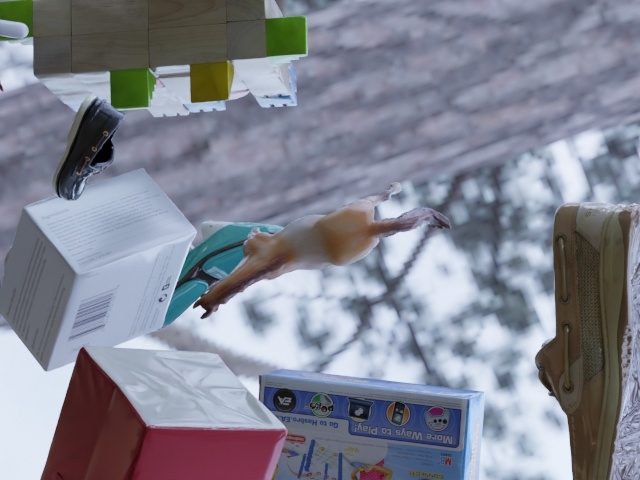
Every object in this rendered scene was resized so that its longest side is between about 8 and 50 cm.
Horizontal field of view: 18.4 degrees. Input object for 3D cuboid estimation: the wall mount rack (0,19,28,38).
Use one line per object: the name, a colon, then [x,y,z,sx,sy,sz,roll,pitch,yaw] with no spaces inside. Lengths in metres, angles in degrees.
wall mount rack: [-0.490,-0.300,2.250,0.130,0.304,0.350,53,26,-47]

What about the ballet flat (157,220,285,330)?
ballet flat: [-0.155,0.024,2.595,0.247,0.083,0.087,-33,-121,19]

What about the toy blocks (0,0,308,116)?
toy blocks: [-0.189,-0.231,2.490,0.261,0.381,0.190,52,35,-77]

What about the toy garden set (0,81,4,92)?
toy garden set: [-0.483,-0.246,2.494,0.204,0.049,0.244,-41,-110,42]

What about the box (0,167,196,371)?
box: [-0.267,0.034,2.331,0.119,0.182,0.181,48,-42,24]

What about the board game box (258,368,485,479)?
board game box: [0.062,0.345,2.725,0.308,0.086,0.302,6,-86,20]

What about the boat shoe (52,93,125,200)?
boat shoe: [-0.211,-0.077,1.795,0.042,0.049,0.133,31,-43,2]

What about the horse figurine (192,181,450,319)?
horse figurine: [0.000,0.000,2.105,0.263,0.174,0.066,-15,-79,17]

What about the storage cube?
storage cube: [-0.178,0.246,2.213,0.184,0.215,0.193,43,-59,49]

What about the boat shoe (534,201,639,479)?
boat shoe: [0.292,0.129,2.098,0.110,0.122,0.341,5,-88,30]
